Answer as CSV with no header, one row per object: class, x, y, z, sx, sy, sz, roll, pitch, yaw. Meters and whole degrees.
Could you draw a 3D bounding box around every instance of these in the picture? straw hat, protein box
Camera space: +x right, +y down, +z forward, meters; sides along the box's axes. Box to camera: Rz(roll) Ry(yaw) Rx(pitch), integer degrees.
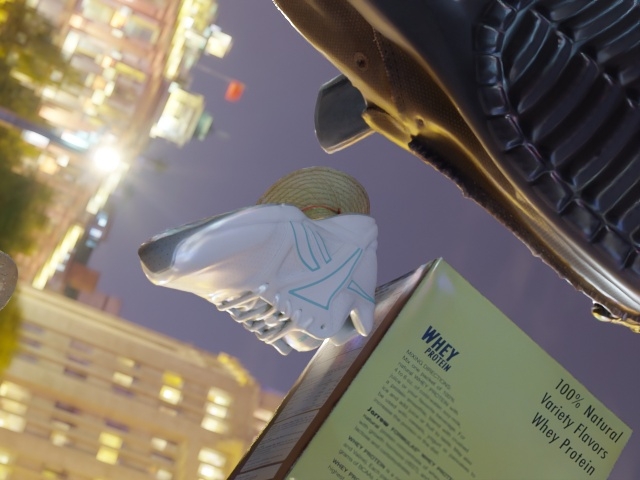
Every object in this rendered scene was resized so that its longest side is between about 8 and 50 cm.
straw hat,0.000,0.000,1.325,0.144,0.144,0.061,-60,-140,19
protein box,0.075,0.161,0.955,0.201,0.200,0.136,-53,-169,-26

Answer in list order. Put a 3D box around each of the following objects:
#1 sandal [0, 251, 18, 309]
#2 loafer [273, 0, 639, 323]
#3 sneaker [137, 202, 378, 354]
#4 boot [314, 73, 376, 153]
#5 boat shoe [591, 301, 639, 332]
sandal,-0.289,0.032,1.030,0.088,0.079,0.240,-68,160,2
loafer,0.092,-0.094,0.702,0.134,0.366,0.130,-37,166,-17
sneaker,-0.017,0.018,0.577,0.054,0.152,0.061,-15,-101,34
boot,0.099,-0.185,1.342,0.208,0.076,0.189,-27,-154,38
boat shoe,0.267,-0.041,1.060,0.084,0.079,0.233,111,-10,-77
